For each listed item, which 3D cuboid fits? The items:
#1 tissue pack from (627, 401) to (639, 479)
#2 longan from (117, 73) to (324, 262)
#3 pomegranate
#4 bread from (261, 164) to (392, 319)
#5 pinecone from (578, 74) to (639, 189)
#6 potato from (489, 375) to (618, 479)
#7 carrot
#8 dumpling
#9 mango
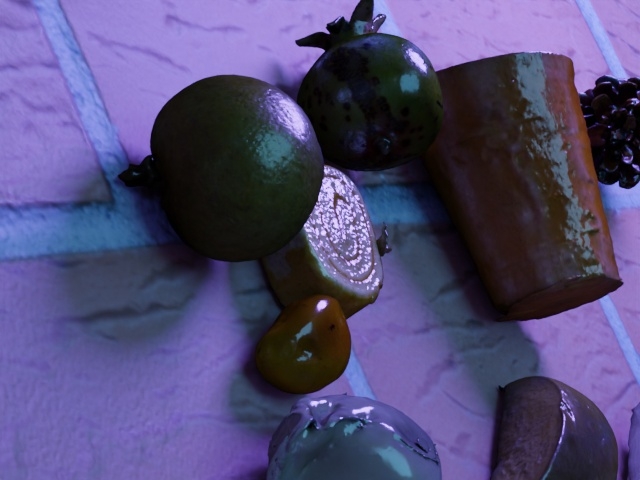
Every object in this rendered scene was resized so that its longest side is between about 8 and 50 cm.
[{"bbox_3d":[0.536,0.335,2.019,0.416,0.253,0.264,44,33,-26],"label":"tissue pack"},{"bbox_3d":[-0.082,-0.059,1.595,0.155,0.176,0.145,-118,-160,-51],"label":"longan"},{"bbox_3d":[0.040,-0.149,1.843,0.148,0.148,0.169,4,49,-54],"label":"pomegranate"},{"bbox_3d":[0.000,0.000,1.708,0.122,0.073,0.149,15,51,-47],"label":"bread"},{"bbox_3d":[0.363,-0.131,2.290,0.140,0.140,0.121,52,-4,-12],"label":"pinecone"},{"bbox_3d":[0.230,0.231,1.820,0.138,0.098,0.243,49,33,-20],"label":"potato"},{"bbox_3d":[0.196,-0.050,1.967,0.196,0.196,0.254,1,72,-55],"label":"carrot"},{"bbox_3d":[0.030,0.213,1.536,0.247,0.142,0.172,19,83,-56],"label":"dumpling"},{"bbox_3d":[-0.014,0.090,1.620,0.114,0.060,0.080,-17,93,-61],"label":"mango"}]
